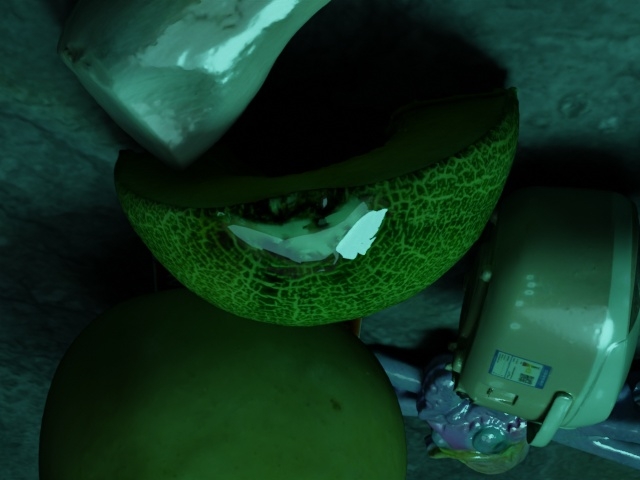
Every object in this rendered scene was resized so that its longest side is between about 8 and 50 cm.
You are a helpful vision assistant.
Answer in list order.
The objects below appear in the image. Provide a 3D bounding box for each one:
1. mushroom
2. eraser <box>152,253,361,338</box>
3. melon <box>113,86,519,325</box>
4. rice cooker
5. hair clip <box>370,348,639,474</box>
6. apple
[{"bbox_3d":[-0.056,-0.135,0.751,0.225,0.093,0.116,-41,104,21],"label":"mushroom"},{"bbox_3d":[-0.046,0.039,1.008,0.157,0.038,0.230,2,143,-3],"label":"eraser"},{"bbox_3d":[0.000,0.000,0.818,0.265,0.169,0.129,-8,109,7],"label":"melon"},{"bbox_3d":[0.162,0.050,0.944,0.127,0.145,0.206,15,139,-1],"label":"rice cooker"},{"bbox_3d":[0.172,0.136,1.093,0.278,0.090,0.137,0,140,-2],"label":"hair clip"},{"bbox_3d":[-0.073,0.161,0.950,0.262,0.262,0.262,-1,142,0],"label":"apple"}]
